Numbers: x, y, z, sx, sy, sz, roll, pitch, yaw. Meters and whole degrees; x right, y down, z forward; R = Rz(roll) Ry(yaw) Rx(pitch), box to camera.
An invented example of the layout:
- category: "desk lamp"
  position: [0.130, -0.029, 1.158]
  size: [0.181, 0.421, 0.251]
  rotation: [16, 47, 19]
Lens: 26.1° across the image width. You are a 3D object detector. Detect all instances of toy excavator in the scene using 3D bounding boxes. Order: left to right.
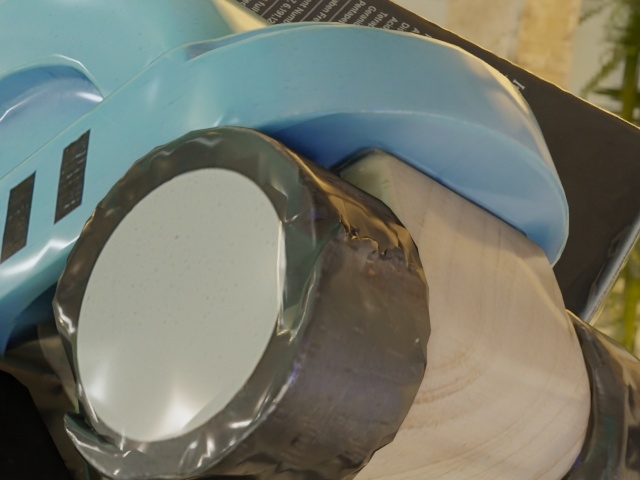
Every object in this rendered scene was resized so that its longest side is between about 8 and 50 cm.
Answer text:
- category: "toy excavator"
  position: [-0.115, -0.018, 0.616]
  size: [0.433, 0.445, 0.222]
  rotation: [-32, 143, 27]

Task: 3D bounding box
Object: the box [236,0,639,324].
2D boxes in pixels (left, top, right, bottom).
- category: "box"
  position: [0.000, 0.000, 0.989]
  size: [0.395, 0.294, 0.212]
  rotation: [28, -130, 12]
